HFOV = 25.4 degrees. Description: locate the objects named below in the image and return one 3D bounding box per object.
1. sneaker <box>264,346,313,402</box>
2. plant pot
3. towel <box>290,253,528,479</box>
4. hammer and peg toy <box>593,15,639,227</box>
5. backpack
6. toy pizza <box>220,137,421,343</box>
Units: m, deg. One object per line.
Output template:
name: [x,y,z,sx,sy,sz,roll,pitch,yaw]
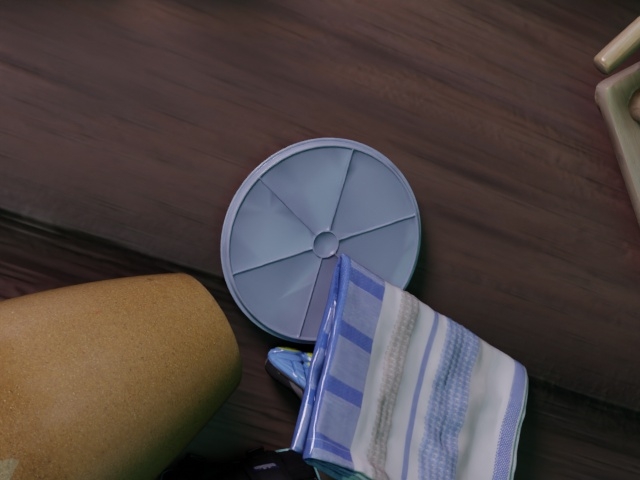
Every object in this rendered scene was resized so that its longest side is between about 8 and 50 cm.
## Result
sneaker: [0.011,0.180,1.370,0.078,0.067,0.188,-40,98,21]
plant pot: [-0.202,0.134,1.224,0.254,0.237,0.237,-26,112,-27]
towel: [0.097,0.161,1.353,0.285,0.034,0.209,33,59,-36]
hammer and peg toy: [0.395,-0.140,1.412,0.266,0.127,0.361,-28,111,-10]
backpack: [-0.060,0.290,1.319,0.165,0.188,0.144,-3,104,-20]
toy pizza: [0.000,0.000,1.353,0.201,0.032,0.201,-5,105,-18]
